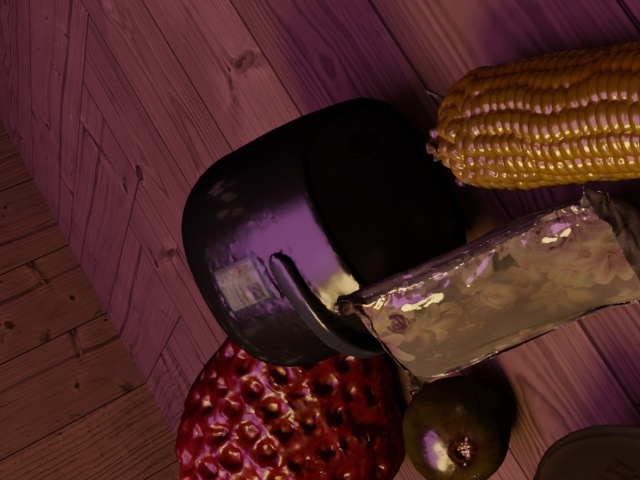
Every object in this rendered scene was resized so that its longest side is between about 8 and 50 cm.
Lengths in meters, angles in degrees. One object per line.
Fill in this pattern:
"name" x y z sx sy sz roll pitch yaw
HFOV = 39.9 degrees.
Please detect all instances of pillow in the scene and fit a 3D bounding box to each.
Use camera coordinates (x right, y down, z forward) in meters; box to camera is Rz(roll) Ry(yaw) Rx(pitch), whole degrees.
"pillow" 0.148 0.038 0.727 0.169 0.255 0.059 43 -148 -41

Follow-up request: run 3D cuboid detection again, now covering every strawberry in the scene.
"strawberry" -0.022 0.223 1.173 0.295 0.318 0.345 -99 20 -53

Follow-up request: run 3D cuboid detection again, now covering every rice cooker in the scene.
"rice cooker" 0.000 0.000 0.901 0.224 0.267 0.267 -26 91 41

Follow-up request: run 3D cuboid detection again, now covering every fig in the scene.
"fig" 0.148 0.209 1.040 0.236 0.124 0.124 -136 21 -85

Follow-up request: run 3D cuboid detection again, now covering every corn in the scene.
"corn" 0.198 -0.092 0.629 0.305 0.106 0.106 -1 114 58

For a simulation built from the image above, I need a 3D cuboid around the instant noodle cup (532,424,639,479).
"instant noodle cup" 0.260 0.284 0.751 0.235 0.235 0.178 38 136 43
